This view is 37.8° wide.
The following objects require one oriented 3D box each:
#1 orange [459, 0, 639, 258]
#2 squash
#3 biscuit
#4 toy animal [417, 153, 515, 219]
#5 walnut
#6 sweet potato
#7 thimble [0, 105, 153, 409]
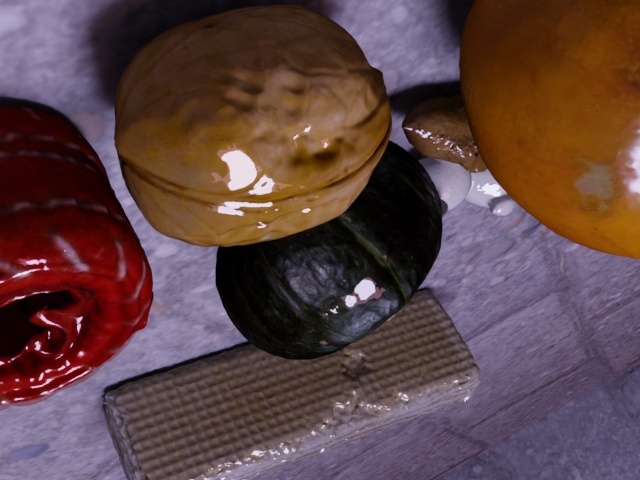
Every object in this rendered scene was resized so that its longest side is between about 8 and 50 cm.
[{"bbox_3d":[0.224,-0.116,0.627,0.261,0.261,0.261,-23,155,-11],"label":"orange"},{"bbox_3d":[0.004,0.004,0.710,0.193,0.193,0.156,-36,120,17],"label":"squash"},{"bbox_3d":[-0.018,0.173,1.045,0.426,0.144,0.078,-16,152,-26],"label":"biscuit"},{"bbox_3d":[0.116,-0.051,0.836,0.124,0.085,0.071,-7,166,-28],"label":"toy animal"},{"bbox_3d":[-0.039,-0.067,0.565,0.180,0.144,0.144,-23,156,-24],"label":"walnut"},{"bbox_3d":[0.136,-0.092,0.786,0.206,0.068,0.060,-14,177,-40],"label":"sweet potato"},{"bbox_3d":[-0.195,0.014,0.576,0.163,0.125,0.189,-30,155,-2],"label":"thimble"}]
